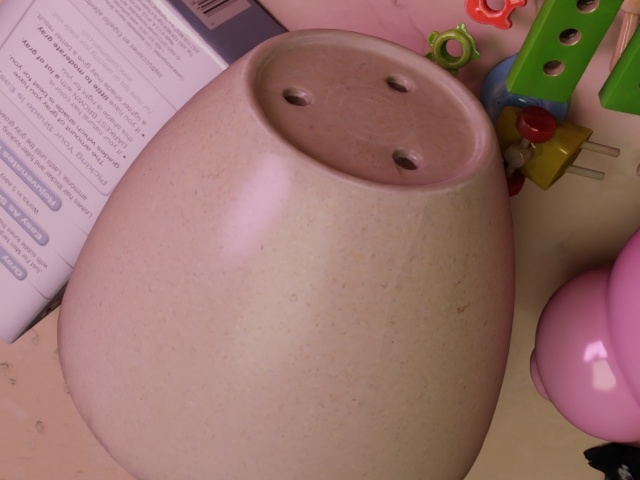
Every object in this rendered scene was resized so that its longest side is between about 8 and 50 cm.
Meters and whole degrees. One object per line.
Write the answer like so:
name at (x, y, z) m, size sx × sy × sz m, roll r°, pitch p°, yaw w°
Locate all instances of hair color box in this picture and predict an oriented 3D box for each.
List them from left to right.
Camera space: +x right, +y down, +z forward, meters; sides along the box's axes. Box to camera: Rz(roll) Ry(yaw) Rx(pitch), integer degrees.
hair color box at (-0.213, -0.096, 0.990) m, size 0.185 × 0.113 × 0.374 m, roll 46°, pitch 122°, yaw -2°

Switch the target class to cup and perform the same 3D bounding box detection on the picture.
cup at (0.000, 0.000, 0.793) m, size 0.331 × 0.331 × 0.237 m, roll 28°, pitch 132°, yaw 9°

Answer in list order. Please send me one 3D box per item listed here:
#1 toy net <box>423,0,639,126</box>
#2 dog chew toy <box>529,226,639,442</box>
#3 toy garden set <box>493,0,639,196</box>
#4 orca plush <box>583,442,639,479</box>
toy net at (0.188, -0.167, 0.825) m, size 0.232 × 0.045 × 0.122 m, roll -38°, pitch 94°, yaw 31°
dog chew toy at (0.294, 0.054, 0.797) m, size 0.331 × 0.206 × 0.207 m, roll -23°, pitch 104°, yaw 37°
toy garden set at (0.242, -0.101, 0.795) m, size 0.244 × 0.049 × 0.204 m, roll 9°, pitch 138°, yaw -12°
orca plush at (0.301, 0.314, 0.974) m, size 0.151 × 0.102 × 0.287 m, roll -4°, pitch 112°, yaw 25°
